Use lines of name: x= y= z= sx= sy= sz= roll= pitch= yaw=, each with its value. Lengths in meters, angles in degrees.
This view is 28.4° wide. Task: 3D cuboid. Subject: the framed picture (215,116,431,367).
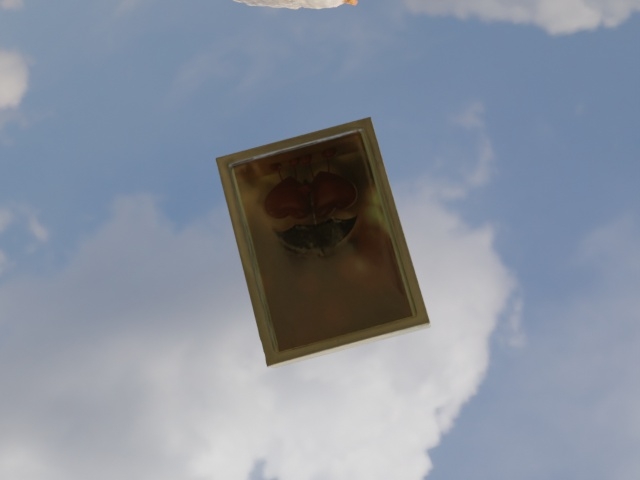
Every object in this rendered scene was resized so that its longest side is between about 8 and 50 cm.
framed picture: x=0.000 y=0.000 z=1.603 sx=0.211 sy=0.020 sz=0.290 roll=-15 pitch=-108 yaw=0

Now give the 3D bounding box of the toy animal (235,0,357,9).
toy animal: x=-0.074 y=-0.361 z=1.282 sx=0.188 sy=0.358 sz=0.226 roll=-17 pitch=158 yaw=-35
